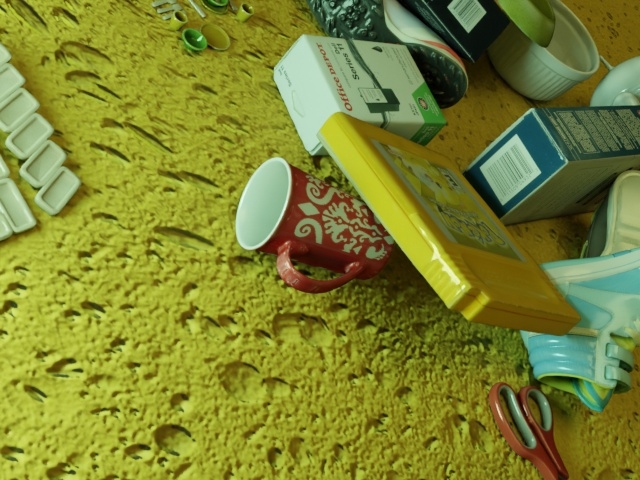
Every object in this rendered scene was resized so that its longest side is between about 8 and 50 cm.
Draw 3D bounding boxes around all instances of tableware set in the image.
[{"bbox_3d":[-0.151,-0.310,1.257,0.104,0.024,0.154,52,42,5],"label":"tableware set"}]

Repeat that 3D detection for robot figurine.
[{"bbox_3d":[0.629,-0.195,1.677,0.299,0.199,0.354,6,55,-53],"label":"robot figurine"}]

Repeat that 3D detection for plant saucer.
[{"bbox_3d":[0.324,-0.431,1.521,0.241,0.037,0.241,38,32,-30],"label":"plant saucer"}]

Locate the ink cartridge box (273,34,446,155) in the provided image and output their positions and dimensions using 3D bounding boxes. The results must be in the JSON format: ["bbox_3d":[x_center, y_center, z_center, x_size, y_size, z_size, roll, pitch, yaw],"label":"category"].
[{"bbox_3d":[0.056,-0.204,1.298,0.208,0.087,0.153,-6,63,-41],"label":"ink cartridge box"}]

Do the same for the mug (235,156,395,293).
[{"bbox_3d":[-0.005,-0.001,1.094,0.169,0.113,0.150,20,73,-33],"label":"mug"}]

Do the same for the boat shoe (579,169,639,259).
[{"bbox_3d":[0.456,0.047,1.410,0.116,0.097,0.325,18,64,1],"label":"boat shoe"}]

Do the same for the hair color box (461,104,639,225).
[{"bbox_3d":[0.402,-0.123,1.456,0.347,0.174,0.105,-8,63,-43],"label":"hair color box"}]

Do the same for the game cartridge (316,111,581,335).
[{"bbox_3d":[0.169,-0.019,1.171,0.285,0.053,0.324,13,33,-51],"label":"game cartridge"}]

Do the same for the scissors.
[{"bbox_3d":[0.301,0.315,1.158,0.109,0.021,0.297,0,60,-42],"label":"scissors"}]

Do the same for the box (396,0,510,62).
[{"bbox_3d":[0.195,-0.385,1.466,0.156,0.093,0.158,41,1,-34],"label":"box"}]

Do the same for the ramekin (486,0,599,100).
[{"bbox_3d":[0.403,-0.355,1.682,0.207,0.109,0.207,21,48,-25],"label":"ramekin"}]

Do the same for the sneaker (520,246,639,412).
[{"bbox_3d":[0.428,0.124,1.252,0.127,0.318,0.208,63,18,-63],"label":"sneaker"}]

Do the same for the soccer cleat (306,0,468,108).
[{"bbox_3d":[0.101,-0.333,1.438,0.318,0.109,0.116,38,23,-8],"label":"soccer cleat"}]

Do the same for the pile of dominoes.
[{"bbox_3d":[-0.372,-0.108,0.930,0.196,0.040,0.251,-28,87,-48],"label":"pile of dominoes"}]
